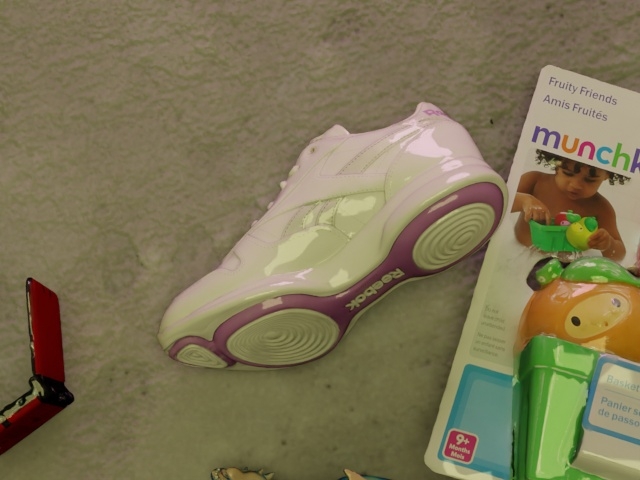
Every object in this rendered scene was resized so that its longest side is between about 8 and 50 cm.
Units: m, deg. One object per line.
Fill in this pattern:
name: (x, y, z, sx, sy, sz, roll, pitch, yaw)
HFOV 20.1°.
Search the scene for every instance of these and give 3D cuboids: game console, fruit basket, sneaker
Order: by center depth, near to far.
game console: (-0.244, 0.104, 1.416, 0.124, 0.144, 0.085, -36, 84, -4)
fruit basket: (0.285, 0.061, 1.417, 0.327, 0.165, 0.353, 18, 80, 2)
sneaker: (0.000, 0.000, 1.464, 0.305, 0.114, 0.152, -29, 51, 5)

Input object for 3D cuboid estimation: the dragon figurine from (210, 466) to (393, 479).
dragon figurine: (0.046, 0.230, 1.431, 0.289, 0.144, 0.085, 11, 81, -18)
